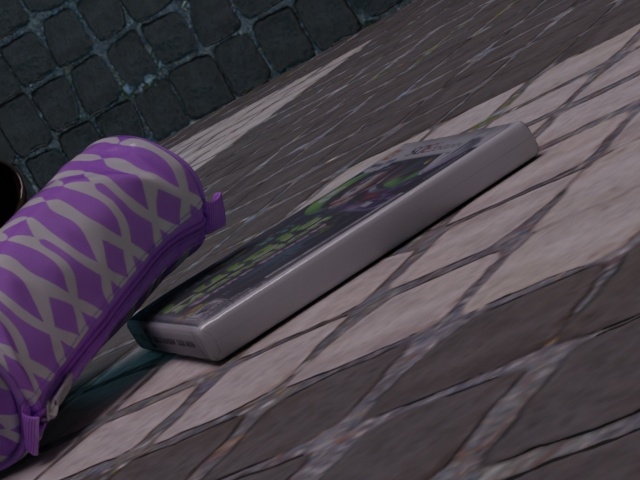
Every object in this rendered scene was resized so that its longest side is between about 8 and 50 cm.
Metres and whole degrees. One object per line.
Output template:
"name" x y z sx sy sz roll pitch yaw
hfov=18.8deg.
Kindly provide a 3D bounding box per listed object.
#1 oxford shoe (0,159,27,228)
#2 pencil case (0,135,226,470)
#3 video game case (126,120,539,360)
"oxford shoe" -0.219 0.015 0.962 0.227 0.083 0.096 -52 -16 -59
"pencil case" -0.131 0.027 0.966 0.088 0.086 0.206 8 38 23
"video game case" 0.000 0.000 0.977 0.190 0.022 0.173 -33 8 -15
